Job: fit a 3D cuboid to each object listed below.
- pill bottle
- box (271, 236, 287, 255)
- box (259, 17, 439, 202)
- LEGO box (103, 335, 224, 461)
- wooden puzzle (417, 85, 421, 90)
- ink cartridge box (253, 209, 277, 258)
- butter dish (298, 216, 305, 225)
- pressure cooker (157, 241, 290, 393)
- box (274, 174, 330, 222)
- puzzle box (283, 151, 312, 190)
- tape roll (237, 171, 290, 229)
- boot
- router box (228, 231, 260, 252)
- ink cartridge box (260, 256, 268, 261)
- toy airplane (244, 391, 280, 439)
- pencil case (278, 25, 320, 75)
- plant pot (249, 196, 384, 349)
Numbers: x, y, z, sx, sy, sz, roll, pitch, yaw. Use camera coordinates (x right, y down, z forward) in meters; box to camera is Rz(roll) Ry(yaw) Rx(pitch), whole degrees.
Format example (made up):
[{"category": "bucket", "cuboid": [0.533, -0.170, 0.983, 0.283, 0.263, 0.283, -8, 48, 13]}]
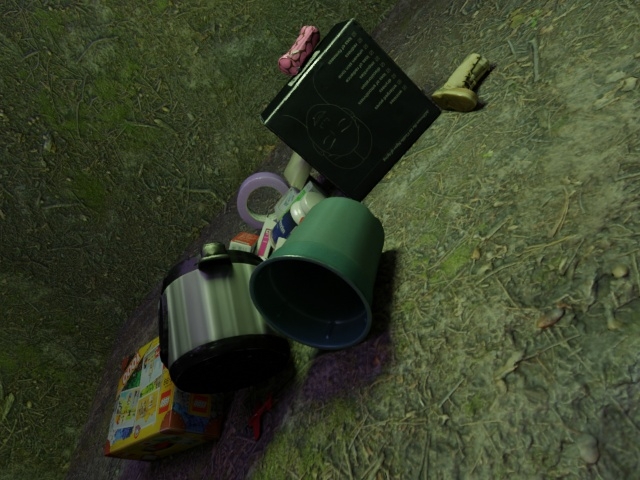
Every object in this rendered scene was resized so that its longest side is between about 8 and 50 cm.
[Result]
[{"category": "pill bottle", "cuboid": [-0.079, -0.062, 1.935, 0.265, 0.153, 0.153, -46, 20, 36]}, {"category": "box", "cuboid": [-0.159, 0.071, 1.888, 0.324, 0.063, 0.067, 125, 162, -70]}, {"category": "box", "cuboid": [0.100, -0.488, 1.879, 0.480, 0.471, 0.297, -48, 20, 8]}, {"category": "LEGO box", "cuboid": [-0.555, 0.555, 1.765, 0.500, 0.193, 0.373, -34, 45, 37]}, {"category": "wooden puzzle", "cuboid": [0.333, -0.600, 2.194, 0.221, 0.044, 0.239, -49, 26, 5]}, {"category": "ink cartridge box", "cuboid": [-0.241, 0.048, 2.066, 0.371, 0.069, 0.176, -82, 5, -49]}, {"category": "butter dish", "cuboid": [0.000, 0.000, 1.798, 0.160, 0.118, 0.160, 1, 60, 16]}, {"category": "pressure cooker", "cuboid": [-0.307, 0.228, 1.538, 0.369, 0.375, 0.421, -34, 55, 27]}, {"category": "box", "cuboid": [-0.080, -0.158, 2.185, 0.231, 0.126, 0.262, -49, 21, 11]}, {"category": "puzzle box", "cuboid": [-0.037, -0.439, 2.176, 0.409, 0.052, 0.272, -61, 19, 12]}, {"category": "tape roll", "cuboid": [-0.272, -0.193, 2.408, 0.275, 0.274, 0.090, -46, 21, 12]}, {"category": "boot", "cuboid": [0.512, -0.548, 1.687, 0.203, 0.095, 0.262, -48, 18, 5]}, {"category": "router box", "cuboid": [-0.336, 0.151, 1.968, 0.301, 0.082, 0.336, -95, 20, -83]}, {"category": "ink cartridge box", "cuboid": [-0.207, 0.167, 1.819, 0.208, 0.206, 0.045, -45, 53, 14]}, {"category": "toy airplane", "cuboid": [-0.176, 0.509, 1.439, 0.151, 0.028, 0.151, -42, 22, 22]}, {"category": "pencil case", "cuboid": [-0.074, -0.714, 1.825, 0.098, 0.095, 0.209, 91, -157, -62]}, {"category": "plant pot", "cuboid": [0.024, 0.069, 1.387, 0.341, 0.341, 0.334, -31, 21, 41]}]
